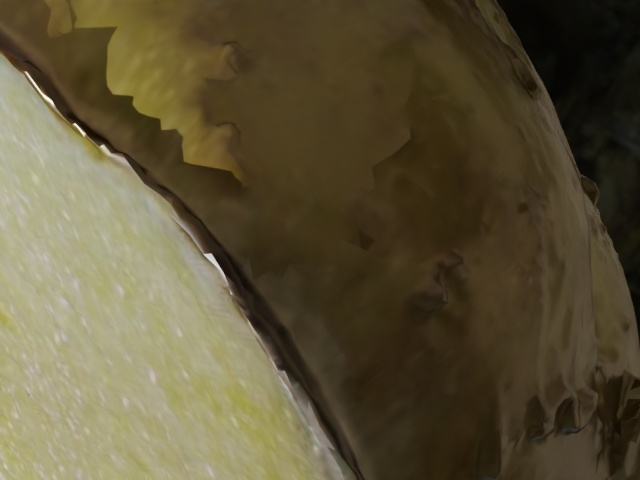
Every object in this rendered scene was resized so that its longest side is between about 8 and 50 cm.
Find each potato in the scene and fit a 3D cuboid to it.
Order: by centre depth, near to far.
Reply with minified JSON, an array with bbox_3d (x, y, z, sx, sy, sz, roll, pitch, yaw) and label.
[{"bbox_3d":[0.000,0.000,0.800,0.385,0.319,0.442,10,130,50],"label":"potato"}]
